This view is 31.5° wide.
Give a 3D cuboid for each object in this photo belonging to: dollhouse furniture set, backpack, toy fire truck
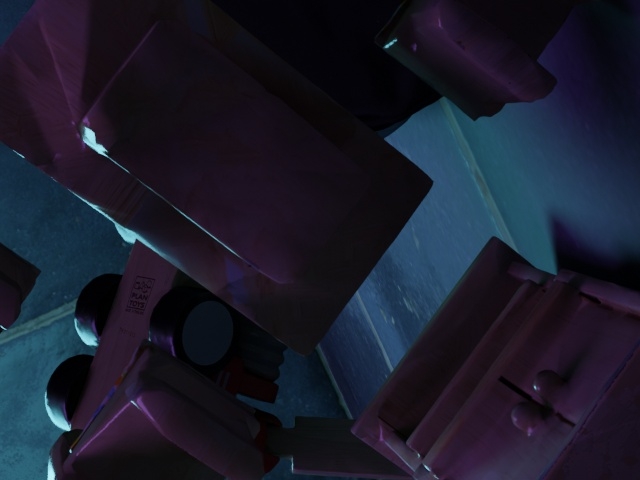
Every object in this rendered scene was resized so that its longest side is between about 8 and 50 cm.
[{"bbox_3d":[0.000,0.000,0.640,0.394,0.362,0.256,37,177,-14],"label":"dollhouse furniture set"},{"bbox_3d":[-0.054,-0.166,0.911,0.290,0.273,0.355,51,-176,-1],"label":"backpack"},{"bbox_3d":[-0.034,0.081,0.823,0.159,0.217,0.246,6,164,44],"label":"toy fire truck"}]
